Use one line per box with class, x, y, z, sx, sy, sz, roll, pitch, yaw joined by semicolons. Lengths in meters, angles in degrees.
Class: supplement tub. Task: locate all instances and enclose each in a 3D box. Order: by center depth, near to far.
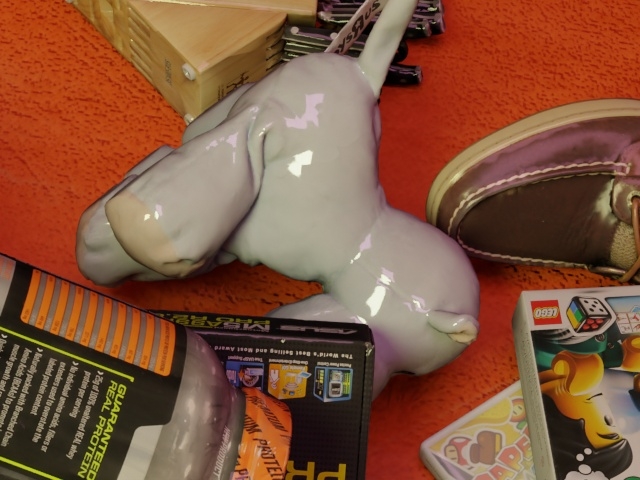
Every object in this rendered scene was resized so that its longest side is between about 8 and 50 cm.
supplement tub;-0.188;0.107;1.073;0.316;0.193;0.193;23;58;-11

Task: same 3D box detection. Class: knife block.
knife block;-0.044;-0.207;1.498;0.242;0.088;0.275;-35;66;-23

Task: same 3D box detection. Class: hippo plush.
hippo plush;0.000;0.000;1.339;0.294;0.234;0.236;-38;98;-6

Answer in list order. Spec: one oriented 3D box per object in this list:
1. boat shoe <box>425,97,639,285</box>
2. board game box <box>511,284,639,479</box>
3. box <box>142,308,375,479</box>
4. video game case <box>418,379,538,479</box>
boat shoe;0.251;-0.021;1.373;0.342;0.123;0.123;-3;42;-13
board game box;0.297;0.121;1.309;0.305;0.053;0.193;-3;59;-6
box;-0.105;0.155;1.219;0.270;0.060;0.216;4;99;-1
video game case;0.219;0.166;1.323;0.227;0.026;0.206;-30;65;-20
